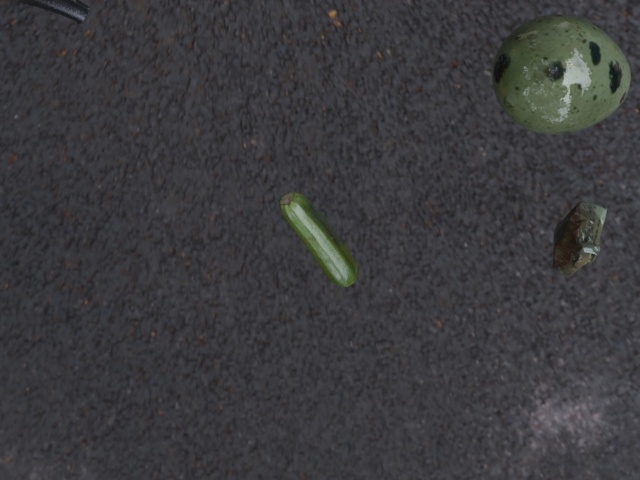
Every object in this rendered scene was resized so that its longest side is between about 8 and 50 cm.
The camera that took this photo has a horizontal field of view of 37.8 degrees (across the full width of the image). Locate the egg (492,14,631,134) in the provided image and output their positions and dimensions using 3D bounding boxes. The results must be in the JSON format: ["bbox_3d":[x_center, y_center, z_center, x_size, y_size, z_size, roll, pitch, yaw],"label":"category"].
[{"bbox_3d":[0.367,-0.246,1.406,0.228,0.177,0.177,4,118,-25],"label":"egg"}]

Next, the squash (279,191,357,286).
[{"bbox_3d":[0.000,0.000,1.757,0.066,0.066,0.229,-31,121,10],"label":"squash"}]

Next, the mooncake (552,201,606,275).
[{"bbox_3d":[0.505,-0.001,1.858,0.073,0.125,0.130,21,149,-3],"label":"mooncake"}]

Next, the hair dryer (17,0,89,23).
[{"bbox_3d":[-0.485,-0.497,1.618,0.075,0.219,0.195,-22,148,39],"label":"hair dryer"}]
